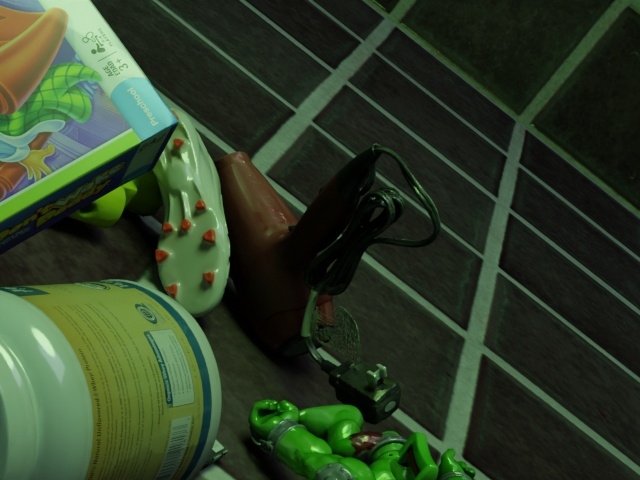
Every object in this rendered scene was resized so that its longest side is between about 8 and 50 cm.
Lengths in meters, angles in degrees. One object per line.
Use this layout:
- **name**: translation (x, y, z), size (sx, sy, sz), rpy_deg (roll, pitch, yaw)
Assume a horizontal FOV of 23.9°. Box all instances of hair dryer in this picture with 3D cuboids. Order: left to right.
- **hair dryer**: translation (0.000, 0.000, 1.280), size (0.080, 0.223, 0.293), rpy_deg (-4, 24, -40)

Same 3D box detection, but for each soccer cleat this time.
- **soccer cleat**: translation (-0.109, -0.023, 1.303), size (0.076, 0.068, 0.196), rpy_deg (40, 34, -63)

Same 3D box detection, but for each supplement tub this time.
- **supplement tub**: translation (-0.163, 0.097, 0.867), size (0.144, 0.144, 0.200), rpy_deg (45, 19, 19)

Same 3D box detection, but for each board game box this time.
- **board game box**: translation (-0.288, -0.144, 0.957), size (0.233, 0.078, 0.347), rpy_deg (-34, 83, -28)

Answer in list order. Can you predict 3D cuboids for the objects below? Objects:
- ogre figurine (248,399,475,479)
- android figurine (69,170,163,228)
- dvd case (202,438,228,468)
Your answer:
- **ogre figurine**: translation (0.046, 0.179, 1.148), size (0.197, 0.097, 0.118), rpy_deg (43, 4, -25)
- **android figurine**: translation (-0.259, -0.103, 1.302), size (0.273, 0.056, 0.248), rpy_deg (23, 24, -43)
- **dvd case**: translation (-0.122, 0.135, 1.061), size (0.087, 0.013, 0.119), rpy_deg (42, 20, 11)
